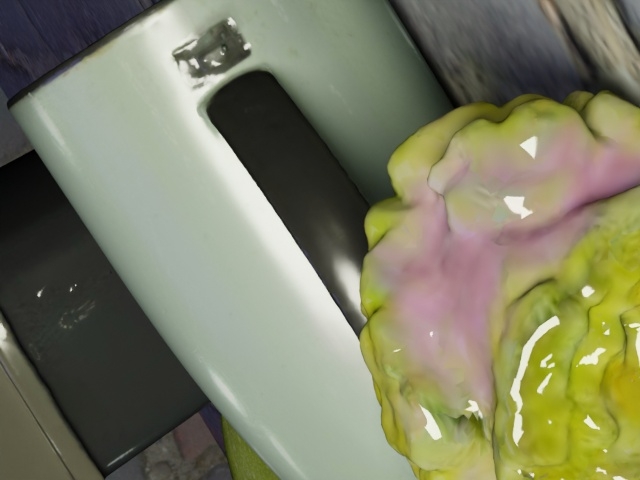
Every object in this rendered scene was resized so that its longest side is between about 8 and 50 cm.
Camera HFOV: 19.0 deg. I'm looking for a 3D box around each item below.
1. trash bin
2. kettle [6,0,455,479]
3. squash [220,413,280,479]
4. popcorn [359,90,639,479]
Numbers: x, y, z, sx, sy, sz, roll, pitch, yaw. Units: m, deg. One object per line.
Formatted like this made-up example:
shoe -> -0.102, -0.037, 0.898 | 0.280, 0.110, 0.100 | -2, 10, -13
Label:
trash bin -> -0.121, 0.021, 1.090 | 0.182, 0.290, 0.209 | 61, 169, -19
kettle -> 0.000, 0.000, 0.794 | 0.236, 0.161, 0.221 | 59, 175, -7
squash -> -0.002, 0.206, 1.391 | 0.341, 0.094, 0.094 | 58, 170, 8
popcorn -> 0.074, 0.024, 0.629 | 0.126, 0.125, 0.145 | 7, -116, -76
